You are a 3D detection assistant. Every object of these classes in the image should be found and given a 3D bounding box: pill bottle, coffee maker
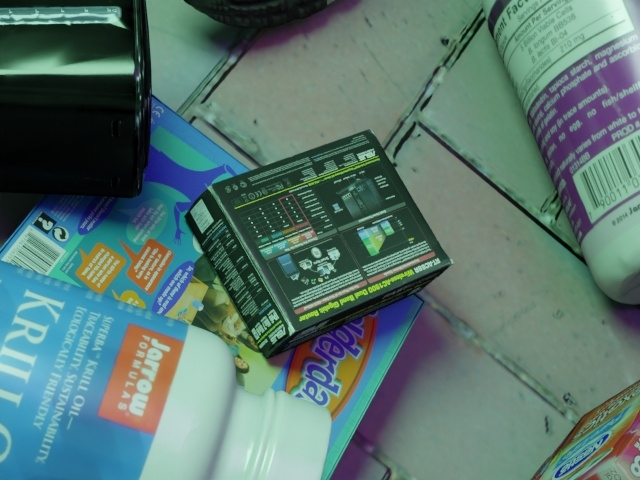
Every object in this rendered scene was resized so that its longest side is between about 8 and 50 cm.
[{"bbox_3d":[-0.113,0.086,0.776,0.221,0.124,0.124,18,55,-7],"label":"pill bottle"},{"bbox_3d":[-0.175,-0.066,0.834,0.178,0.120,0.171,0,78,-7],"label":"coffee maker"},{"bbox_3d":[0.204,-0.125,1.071,0.169,0.169,0.302,-7,68,-33],"label":"pill bottle"}]

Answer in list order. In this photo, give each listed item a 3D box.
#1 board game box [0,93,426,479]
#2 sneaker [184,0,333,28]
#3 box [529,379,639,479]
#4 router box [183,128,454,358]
[{"bbox_3d":[-0.063,0.034,0.905,0.210,0.047,0.160,37,51,-6],"label":"board game box"},{"bbox_3d":[-0.023,-0.295,1.089,0.182,0.158,0.410,17,52,17],"label":"sneaker"},{"bbox_3d":[0.242,0.201,0.935,0.257,0.128,0.122,47,51,0],"label":"box"},{"bbox_3d":[0.000,0.000,0.905,0.122,0.038,0.092,-21,75,-37],"label":"router box"}]
